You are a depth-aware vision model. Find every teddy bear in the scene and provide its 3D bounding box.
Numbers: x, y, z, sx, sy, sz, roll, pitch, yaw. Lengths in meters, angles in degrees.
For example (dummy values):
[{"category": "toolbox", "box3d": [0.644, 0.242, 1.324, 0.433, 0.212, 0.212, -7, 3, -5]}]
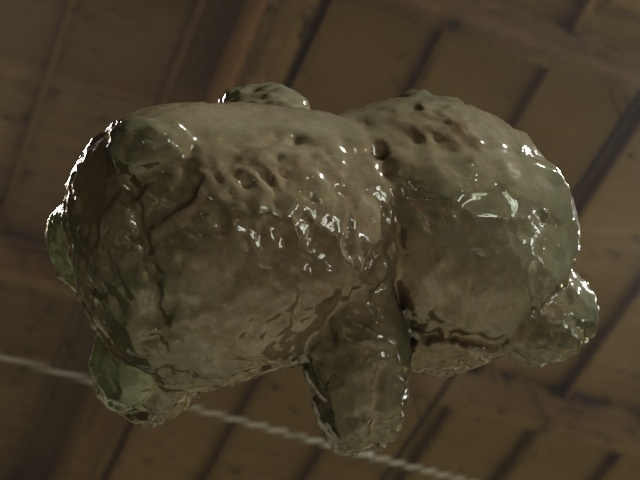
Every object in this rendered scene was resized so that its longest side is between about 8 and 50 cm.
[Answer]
[{"category": "teddy bear", "box3d": [-0.001, -0.001, 0.777, 0.267, 0.236, 0.151, -1, -40, -30]}]
